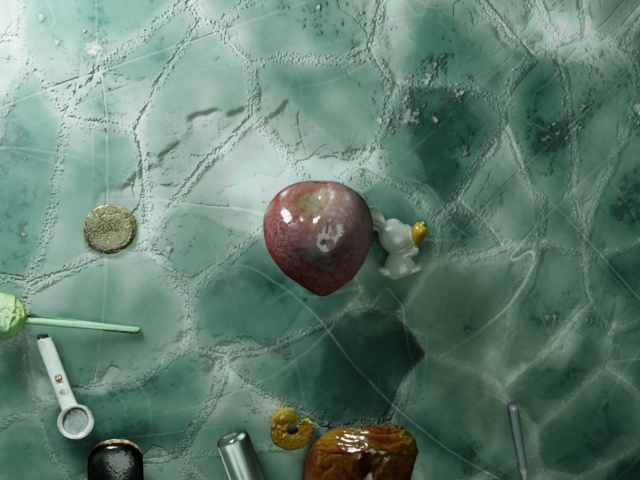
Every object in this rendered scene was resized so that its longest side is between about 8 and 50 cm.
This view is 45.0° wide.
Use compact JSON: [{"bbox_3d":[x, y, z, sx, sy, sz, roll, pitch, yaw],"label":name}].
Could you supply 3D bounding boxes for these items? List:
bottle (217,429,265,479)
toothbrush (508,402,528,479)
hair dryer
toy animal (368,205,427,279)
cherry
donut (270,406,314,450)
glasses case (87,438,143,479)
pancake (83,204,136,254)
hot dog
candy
[{"bbox_3d":[-0.161,0.566,1.799,0.079,0.096,0.254,-18,93,36],"label":"bottle"},{"bbox_3d":[0.518,0.573,2.000,0.030,0.025,0.342,-13,107,-6],"label":"toothbrush"},{"bbox_3d":[-0.562,0.313,1.664,0.073,0.131,0.237,-24,89,-21],"label":"hair dryer"},{"bbox_3d":[0.160,-0.005,1.725,0.127,0.131,0.182,-21,99,-29],"label":"toy animal"},{"bbox_3d":[-0.001,-0.011,1.651,0.239,0.206,0.239,-1,145,-1],"label":"cherry"},{"bbox_3d":[-0.073,0.444,1.828,0.108,0.043,0.097,43,92,-20],"label":"donut"},{"bbox_3d":[-0.464,0.603,1.762,0.122,0.082,0.321,1,106,-7],"label":"glasses case"},{"bbox_3d":[-0.446,-0.023,1.641,0.114,0.011,0.115,-3,105,-11],"label":"pancake"},{"bbox_3d":[0.093,0.588,1.839,0.266,0.174,0.388,8,114,-12],"label":"hot dog"},{"bbox_3d":[-0.553,0.174,1.648,0.335,0.093,0.092,8,146,-23],"label":"candy"}]
